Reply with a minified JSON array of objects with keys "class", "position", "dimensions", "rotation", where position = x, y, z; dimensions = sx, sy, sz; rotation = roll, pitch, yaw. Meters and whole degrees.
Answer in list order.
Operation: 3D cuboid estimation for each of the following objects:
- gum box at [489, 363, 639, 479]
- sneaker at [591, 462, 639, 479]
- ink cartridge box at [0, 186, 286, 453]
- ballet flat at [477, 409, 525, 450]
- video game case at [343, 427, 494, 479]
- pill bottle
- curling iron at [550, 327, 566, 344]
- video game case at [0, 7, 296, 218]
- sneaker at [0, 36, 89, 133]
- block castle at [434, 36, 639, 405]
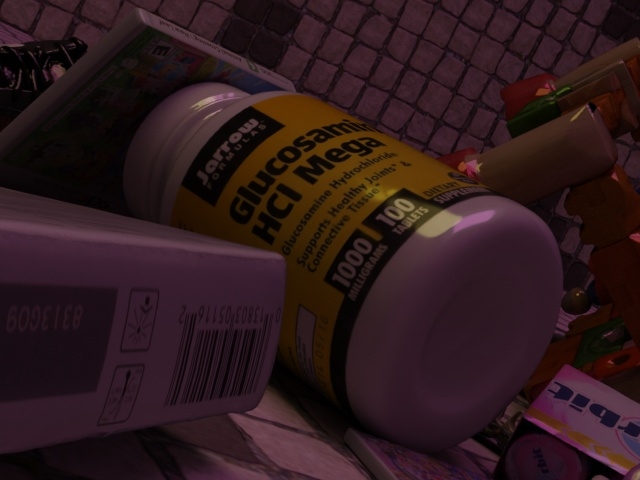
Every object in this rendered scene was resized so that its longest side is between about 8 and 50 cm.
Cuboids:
[{"class":"gum box","position":[0.231,0.175,0.928],"dimensions":[0.188,0.062,0.107],"rotation":[29,26,17]},{"class":"sneaker","position":[0.078,0.131,0.354],"dimensions":[0.102,0.161,0.282],"rotation":[26,5,9]},{"class":"ink cartridge box","position":[-0.245,0.003,0.587],"dimensions":[0.385,0.091,0.308],"rotation":[11,1,19]},{"class":"ballet flat","position":[0.146,0.148,1.040],"dimensions":[0.114,0.041,0.041],"rotation":[32,8,40]},{"class":"video game case","position":[0.081,0.158,0.822],"dimensions":[0.122,0.011,0.087],"rotation":[24,7,-26]},{"class":"pill bottle","position":[0.000,0.000,0.970],"dimensions":[0.334,0.188,0.188],"rotation":[32,8,41]},{"class":"curling iron","position":[0.202,0.090,1.511],"dimensions":[0.274,0.035,0.068],"rotation":[14,-2,19]},{"class":"video game case","position":[-0.155,-0.094,1.099],"dimensions":[0.193,0.212,0.023],"rotation":[19,41,-51]},{"class":"sneaker","position":[-0.263,-0.135,1.147],"dimensions":[0.276,0.135,0.097],"rotation":[17,55,-63]},{"class":"block castle","position":[0.245,0.002,1.220],"dimensions":[0.303,0.213,0.453],"rotation":[61,24,-6]}]
